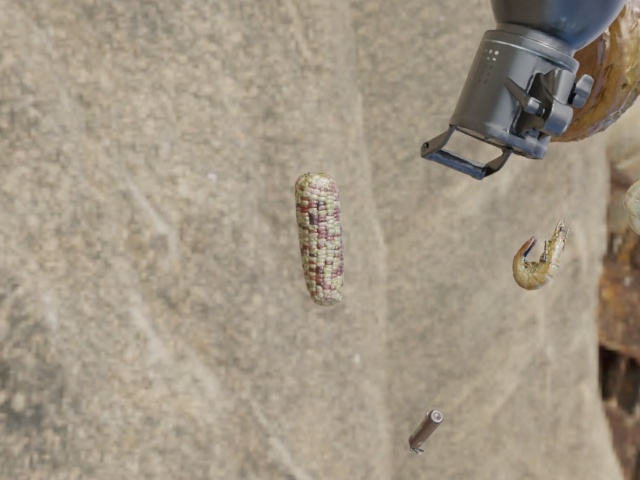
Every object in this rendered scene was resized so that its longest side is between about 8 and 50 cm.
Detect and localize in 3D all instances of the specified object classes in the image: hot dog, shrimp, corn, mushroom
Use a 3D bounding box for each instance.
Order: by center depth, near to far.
[{"bbox_3d":[0.407,-0.040,1.449,0.067,0.083,0.083,-61,145,-64],"label":"mushroom"},{"bbox_3d":[0.407,-0.286,1.895,0.174,0.387,0.267,43,61,-14],"label":"hot dog"},{"bbox_3d":[0.000,0.000,2.209,0.086,0.086,0.253,-22,109,-67],"label":"corn"},{"bbox_3d":[0.434,0.025,2.368,0.045,0.095,0.162,35,76,-35],"label":"shrimp"}]

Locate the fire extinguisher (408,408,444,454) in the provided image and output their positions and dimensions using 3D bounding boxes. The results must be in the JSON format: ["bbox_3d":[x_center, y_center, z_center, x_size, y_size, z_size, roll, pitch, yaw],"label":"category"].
[{"bbox_3d":[0.194,0.353,2.259,0.173,0.035,0.049,115,-30,-58],"label":"fire extinguisher"}]

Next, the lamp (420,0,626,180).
[{"bbox_3d":[0.200,-0.167,1.149,0.147,0.172,0.227,19,92,-25],"label":"lamp"}]
